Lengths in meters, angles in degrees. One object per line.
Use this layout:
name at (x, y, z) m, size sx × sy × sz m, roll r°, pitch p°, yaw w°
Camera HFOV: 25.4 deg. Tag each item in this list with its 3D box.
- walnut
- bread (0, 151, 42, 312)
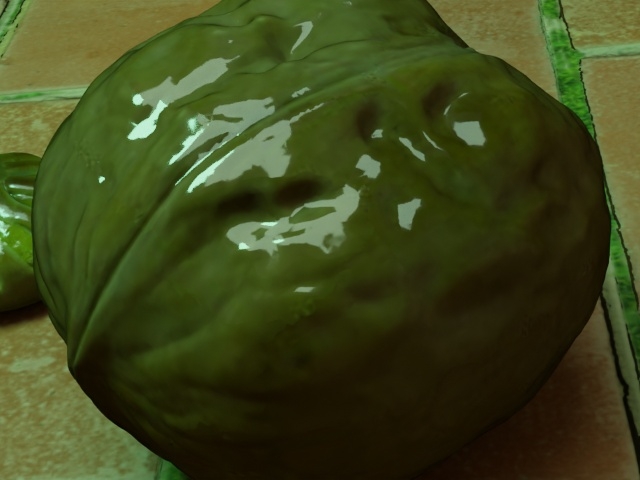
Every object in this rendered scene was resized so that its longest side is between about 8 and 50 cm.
walnut at (0.000, 0.000, 0.969) m, size 0.397 × 0.308 × 0.354 m, roll -24°, pitch 47°, yaw -27°
bread at (-0.302, -0.015, 1.247) m, size 0.213 × 0.105 × 0.213 m, roll -6°, pitch 35°, yaw 4°
